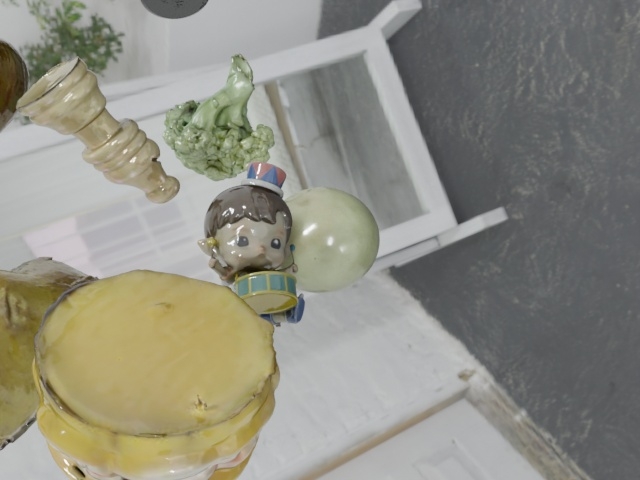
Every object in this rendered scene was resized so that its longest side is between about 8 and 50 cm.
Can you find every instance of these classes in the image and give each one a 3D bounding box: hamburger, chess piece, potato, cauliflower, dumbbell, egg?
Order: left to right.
[{"bbox_3d":[-0.549,0.116,1.176,0.290,0.397,0.296,-24,126,29],"label":"potato"},{"bbox_3d":[-0.382,-0.174,1.324,0.307,0.139,0.124,48,174,-33],"label":"chess piece"},{"bbox_3d":[-0.188,0.193,0.845,0.276,0.277,0.236,44,137,37],"label":"hamburger"},{"bbox_3d":[-0.325,-0.601,1.564,0.152,0.153,0.218,125,137,-53],"label":"dumbbell"},{"bbox_3d":[-0.237,-0.275,1.819,0.281,0.327,0.260,-41,77,40],"label":"cauliflower"},{"bbox_3d":[0.000,0.000,1.480,0.269,0.219,0.218,0,107,47],"label":"egg"}]

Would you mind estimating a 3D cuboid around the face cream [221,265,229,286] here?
[{"bbox_3d":[-0.144,0.028,1.382,0.096,0.096,0.214,30,129,48],"label":"face cream"}]

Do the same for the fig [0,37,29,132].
[{"bbox_3d":[-0.634,-0.222,1.326,0.217,0.217,0.320,-3,93,58],"label":"fig"}]

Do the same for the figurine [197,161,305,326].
[{"bbox_3d":[-0.106,0.004,1.158,0.158,0.161,0.275,-42,52,50],"label":"figurine"}]
